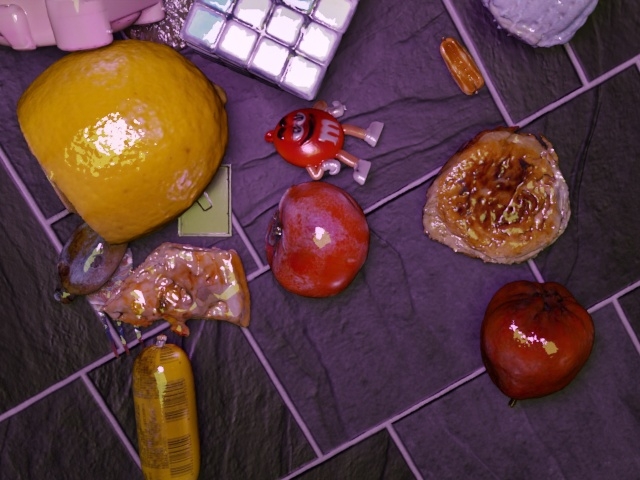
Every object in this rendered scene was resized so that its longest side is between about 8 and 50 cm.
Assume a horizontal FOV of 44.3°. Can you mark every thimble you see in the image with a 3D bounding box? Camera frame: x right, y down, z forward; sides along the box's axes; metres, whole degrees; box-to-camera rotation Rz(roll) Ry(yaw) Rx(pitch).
[{"bbox_3d":[0.417,-0.477,1.449,0.172,0.205,0.250,36,79,-12],"label":"thimble"}]

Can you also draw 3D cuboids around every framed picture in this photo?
[{"bbox_3d":[-0.232,-0.080,1.575,0.109,0.011,0.149,1,97,-3],"label":"framed picture"}]

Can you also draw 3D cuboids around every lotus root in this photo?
[{"bbox_3d":[-0.456,0.041,1.539,0.113,0.088,0.192,33,90,18],"label":"lotus root"}]

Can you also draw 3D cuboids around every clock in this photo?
[{"bbox_3d":[-0.459,-0.407,1.376,0.309,0.284,0.114,1,118,17],"label":"clock"}]

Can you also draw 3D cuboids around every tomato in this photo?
[{"bbox_3d":[0.001,0.001,1.495,0.189,0.232,0.232,8,98,-19],"label":"tomato"}]

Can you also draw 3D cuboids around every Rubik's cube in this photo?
[{"bbox_3d":[-0.076,-0.412,1.414,0.259,0.253,0.256,23,97,-4],"label":"Rubik's cube"}]

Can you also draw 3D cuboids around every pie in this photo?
[{"bbox_3d":[0.362,-0.079,1.561,0.308,0.085,0.308,0,98,-3],"label":"pie"}]

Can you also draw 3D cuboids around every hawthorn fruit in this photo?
[{"bbox_3d":[0.412,0.212,1.550,0.224,0.224,0.261,9,118,-3],"label":"hawthorn fruit"}]

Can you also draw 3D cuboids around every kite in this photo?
[{"bbox_3d":[-0.414,0.124,1.595,0.127,0.016,0.229,-18,98,4],"label":"kite"}]

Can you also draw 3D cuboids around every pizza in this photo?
[{"bbox_3d":[-0.288,0.099,1.566,0.297,0.071,0.189,0,97,-2],"label":"pizza"}]

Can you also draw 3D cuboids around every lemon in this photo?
[{"bbox_3d":[-0.327,-0.194,1.396,0.364,0.364,0.364,0,98,-2],"label":"lemon"}]

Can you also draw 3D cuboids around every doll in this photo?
[{"bbox_3d":[0.002,-0.200,1.520,0.217,0.085,0.183,15,60,5],"label":"doll"}]

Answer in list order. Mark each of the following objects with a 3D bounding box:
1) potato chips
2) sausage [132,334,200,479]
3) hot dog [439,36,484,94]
[{"bbox_3d":[-0.317,-0.471,1.502,0.220,0.029,0.202,33,105,-5],"label":"potato chips"},{"bbox_3d":[-0.307,0.357,1.575,0.123,0.123,0.347,-3,98,-2],"label":"sausage"},{"bbox_3d":[0.276,-0.346,1.548,0.056,0.041,0.133,-35,105,3],"label":"hot dog"}]
